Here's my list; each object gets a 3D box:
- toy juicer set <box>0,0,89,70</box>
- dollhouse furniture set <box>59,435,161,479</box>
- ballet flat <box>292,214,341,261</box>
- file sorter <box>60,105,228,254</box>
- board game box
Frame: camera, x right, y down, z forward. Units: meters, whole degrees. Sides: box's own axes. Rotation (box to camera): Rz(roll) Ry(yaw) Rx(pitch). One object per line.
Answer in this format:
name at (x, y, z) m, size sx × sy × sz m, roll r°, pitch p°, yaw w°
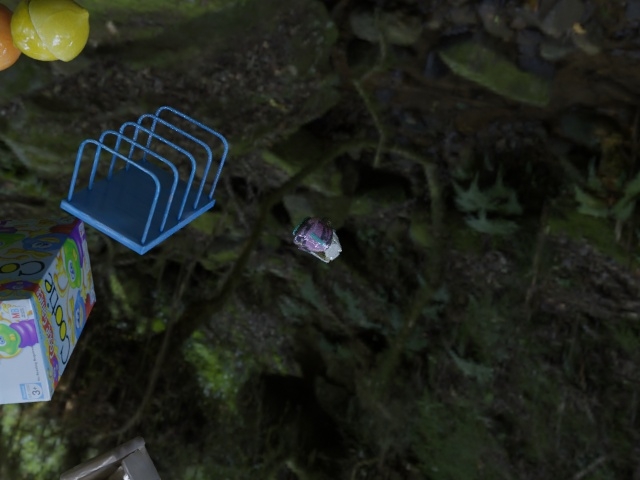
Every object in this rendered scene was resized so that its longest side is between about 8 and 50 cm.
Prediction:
toy juicer set at (-0.249, -0.203, 0.596) m, size 0.209 × 0.089 × 0.329 m, roll 42°, pitch 149°, yaw -23°
dollhouse furniture set at (-0.403, 0.514, 1.310) m, size 0.362 × 0.256 × 0.394 m, roll -30°, pitch 176°, yaw 37°
ballet flat at (0.000, 0.000, 1.485) m, size 0.079 × 0.077 × 0.221 m, roll 44°, pitch -178°, yaw 3°
file sorter at (-0.207, -0.082, 1.040) m, size 0.118 × 0.104 × 0.170 m, roll 29°, pitch -149°, yaw 11°
board game box at (-0.402, 0.084, 1.127) m, size 0.142 × 0.144 × 0.275 m, roll -4°, pitch -158°, yaw -1°
